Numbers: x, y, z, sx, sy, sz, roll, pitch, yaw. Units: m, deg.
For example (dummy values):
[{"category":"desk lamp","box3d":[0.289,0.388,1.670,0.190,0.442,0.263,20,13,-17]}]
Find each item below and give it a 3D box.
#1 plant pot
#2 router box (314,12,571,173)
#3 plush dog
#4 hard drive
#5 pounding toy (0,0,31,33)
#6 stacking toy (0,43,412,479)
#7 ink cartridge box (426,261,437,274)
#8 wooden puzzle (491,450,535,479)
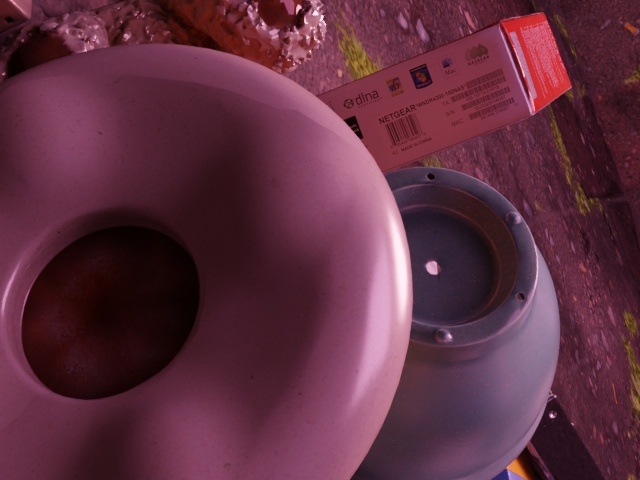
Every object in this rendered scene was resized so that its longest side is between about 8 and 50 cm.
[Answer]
[{"category":"plant pot","box3d":[0.084,0.057,1.312,0.196,0.293,0.293,107,-21,-58]},{"category":"router box","box3d":[0.046,-0.106,1.373,0.082,0.335,0.301,68,17,-4]},{"category":"plush dog","box3d":[-0.119,-0.080,1.176,0.210,0.262,0.225,4,-66,69]},{"category":"hard drive","box3d":[0.269,0.233,1.864,0.339,0.064,0.237,57,-2,-31]},{"category":"pounding toy","box3d":[-0.293,-0.267,1.059,0.206,0.094,0.181,44,33,-49]},{"category":"stacking toy","box3d":[-0.078,0.122,1.029,0.480,0.350,0.350,62,17,-62]},{"category":"ink cartridge box","box3d":[0.099,0.038,1.770,0.088,0.052,0.122,50,27,-39]},{"category":"wooden puzzle","box3d":[0.175,0.315,1.665,0.322,0.080,0.348,37,38,-53]}]
